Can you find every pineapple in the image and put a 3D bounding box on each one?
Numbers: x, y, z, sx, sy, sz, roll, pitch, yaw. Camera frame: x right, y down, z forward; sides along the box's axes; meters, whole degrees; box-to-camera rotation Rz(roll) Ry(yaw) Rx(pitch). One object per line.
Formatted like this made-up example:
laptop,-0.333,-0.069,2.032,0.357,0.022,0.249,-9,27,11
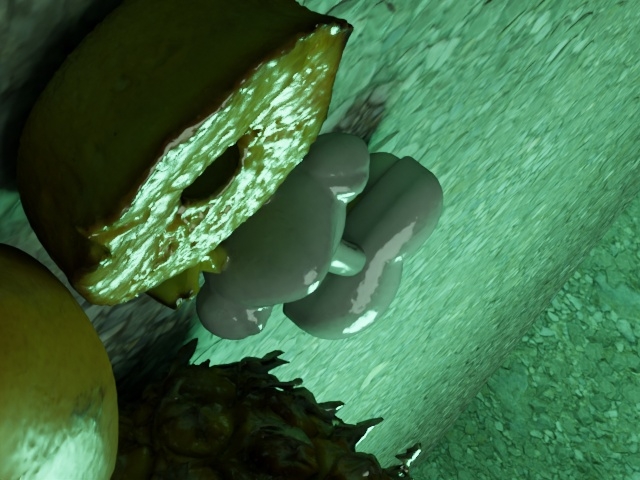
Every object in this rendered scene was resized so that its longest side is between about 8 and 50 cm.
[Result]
pineapple,-0.068,0.257,1.022,0.352,0.300,0.352,-41,166,-13

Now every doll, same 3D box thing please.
doll,0.001,0.001,0.932,0.160,0.094,0.365,-56,166,10

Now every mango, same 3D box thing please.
mango,-0.166,0.084,0.615,0.154,0.126,0.252,-53,169,-22

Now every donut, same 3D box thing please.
donut,-0.067,-0.052,0.628,0.174,0.075,0.190,-47,170,-3
